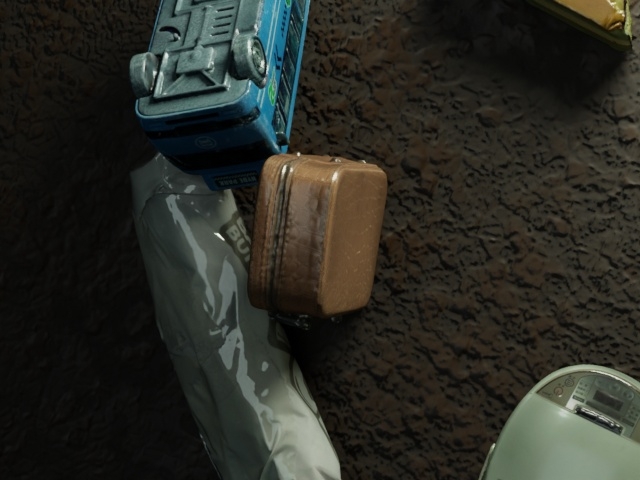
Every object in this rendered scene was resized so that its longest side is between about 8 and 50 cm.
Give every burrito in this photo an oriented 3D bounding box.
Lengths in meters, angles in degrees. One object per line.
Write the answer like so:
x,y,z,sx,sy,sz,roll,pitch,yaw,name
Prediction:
-0.072,0.124,1.248,0.139,0.101,0.446,-31,79,53,burrito

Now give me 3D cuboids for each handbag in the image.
0.000,0.000,1.193,0.072,0.193,0.151,8,95,14,handbag

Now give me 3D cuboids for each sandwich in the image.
0.188,-0.219,1.202,0.163,0.079,0.113,-5,84,16,sandwich

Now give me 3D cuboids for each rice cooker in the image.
0.212,0.203,1.146,0.145,0.127,0.206,26,98,19,rice cooker

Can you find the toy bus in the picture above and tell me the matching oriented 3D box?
-0.080,-0.170,1.210,0.113,0.134,0.246,-8,50,17,toy bus
